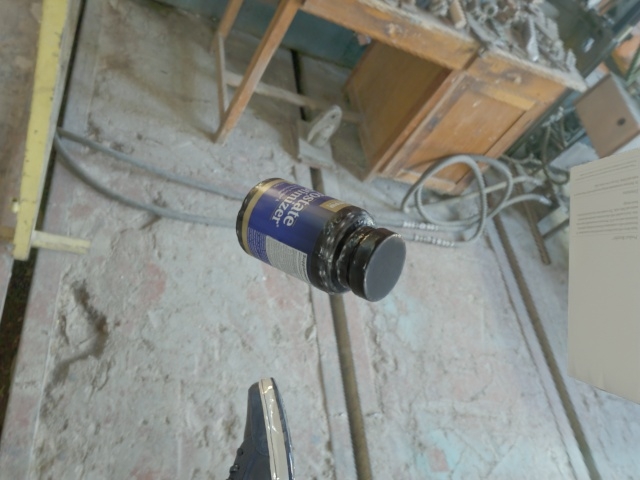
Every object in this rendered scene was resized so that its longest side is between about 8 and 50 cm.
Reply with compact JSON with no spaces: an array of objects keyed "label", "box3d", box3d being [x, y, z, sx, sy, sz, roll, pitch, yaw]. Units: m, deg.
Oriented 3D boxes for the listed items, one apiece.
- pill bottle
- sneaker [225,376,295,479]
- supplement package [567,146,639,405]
[{"label":"pill bottle","box3d":[0.000,0.000,0.821,0.219,0.122,0.123,23,33,34]},{"label":"sneaker","box3d":[-0.100,0.240,0.539,0.163,0.086,0.226,-4,69,-1]},{"label":"supplement package","box3d":[0.433,0.044,0.756,0.175,0.177,0.293,2,89,-5]}]
